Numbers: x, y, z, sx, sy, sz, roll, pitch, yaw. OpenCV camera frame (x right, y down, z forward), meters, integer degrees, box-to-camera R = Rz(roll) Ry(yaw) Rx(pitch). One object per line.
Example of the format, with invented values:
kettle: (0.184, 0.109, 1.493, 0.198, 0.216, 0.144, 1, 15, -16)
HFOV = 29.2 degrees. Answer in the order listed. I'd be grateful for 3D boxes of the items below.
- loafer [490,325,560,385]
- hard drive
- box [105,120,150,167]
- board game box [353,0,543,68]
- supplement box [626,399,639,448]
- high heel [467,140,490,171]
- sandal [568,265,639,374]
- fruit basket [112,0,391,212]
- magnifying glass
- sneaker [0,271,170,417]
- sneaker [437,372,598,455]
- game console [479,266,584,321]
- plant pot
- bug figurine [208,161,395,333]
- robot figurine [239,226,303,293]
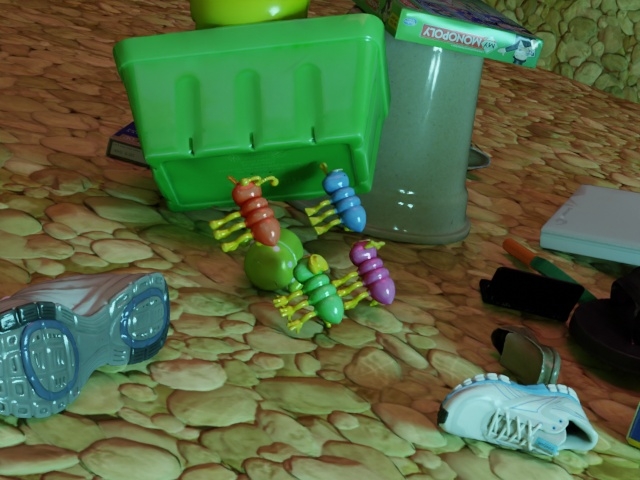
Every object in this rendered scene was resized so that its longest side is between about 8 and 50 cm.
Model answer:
loafer: (0.242, 0.141, 1.468, 0.050, 0.056, 0.148, 9, 10, -13)
hard drive: (0.536, -0.016, 1.981, 0.307, 0.040, 0.203, 12, 31, 29)
box: (-0.245, -0.159, 1.981, 0.136, 0.036, 0.225, 16, 18, 4)
board game box: (0.174, -0.334, 1.822, 0.213, 0.046, 0.317, 9, 20, -15)
supplement box: (0.554, 0.187, 1.344, 0.356, 0.195, 0.194, 23, 21, 25)
high heel: (0.198, -0.166, 2.221, 0.186, 0.093, 0.261, 14, 9, 19)
sandal: (0.471, 0.086, 1.700, 0.167, 0.107, 0.446, 24, 21, 25)
fruit basket: (-0.091, -0.254, 1.702, 0.392, 0.392, 0.283, 20, -21, 15)
magnifying glass: (0.331, 0.043, 1.813, 0.092, 0.026, 0.231, 36, 5, -26)
sneaker: (-0.271, 0.094, 1.190, 0.129, 0.111, 0.297, 6, 10, 27)
sneaker: (0.213, 0.190, 1.287, 0.191, 0.071, 0.083, 4, 27, -27)
game console: (0.289, 0.062, 1.692, 0.122, 0.071, 0.107, 14, 19, -3)
plant pot: (0.116, -0.198, 1.937, 0.334, 0.305, 0.334, 13, 20, -5)
bug figurine: (0.000, 0.000, 1.506, 0.279, 0.072, 0.216, -12, 69, -55)
robot figurine: (-0.059, 0.023, 1.551, 0.101, 0.067, 0.115, 45, 18, -6)
